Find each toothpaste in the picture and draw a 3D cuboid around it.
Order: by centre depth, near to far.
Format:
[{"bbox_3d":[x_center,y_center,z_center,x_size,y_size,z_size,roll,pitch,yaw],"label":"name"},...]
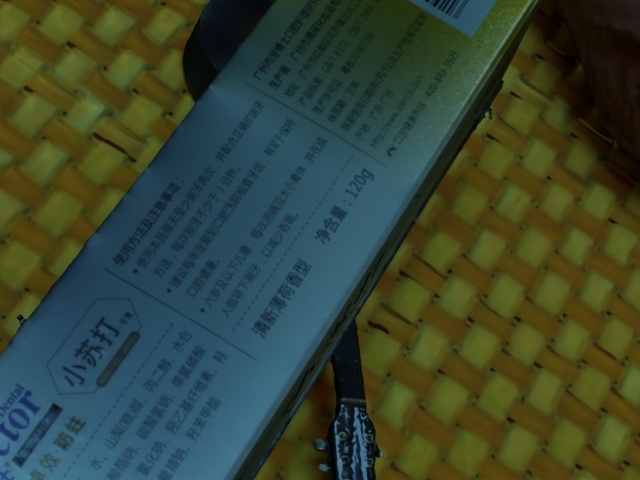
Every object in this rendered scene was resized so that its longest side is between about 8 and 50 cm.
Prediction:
[{"bbox_3d":[-0.024,0.004,0.645,0.089,0.071,0.313,31,53,3],"label":"toothpaste"}]

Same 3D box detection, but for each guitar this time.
[{"bbox_3d":[0.000,0.000,0.717,0.088,0.025,0.233,8,53,-22],"label":"guitar"}]

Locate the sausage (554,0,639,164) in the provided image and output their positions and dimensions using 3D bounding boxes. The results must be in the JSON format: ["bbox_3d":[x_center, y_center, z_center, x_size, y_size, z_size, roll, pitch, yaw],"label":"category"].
[{"bbox_3d":[0.102,-0.197,0.880,0.419,0.094,0.094,65,11,25],"label":"sausage"}]
